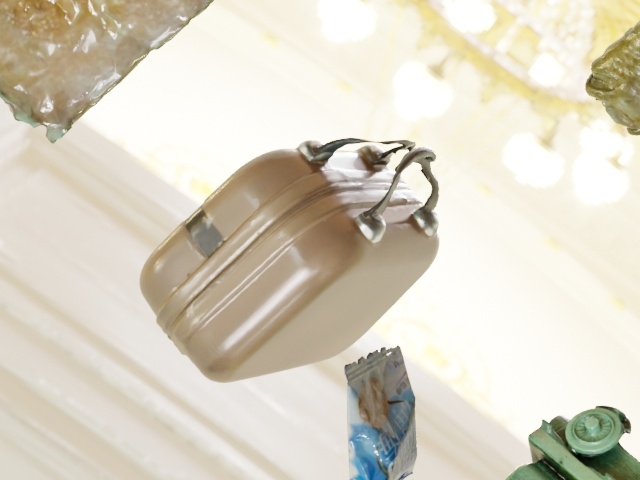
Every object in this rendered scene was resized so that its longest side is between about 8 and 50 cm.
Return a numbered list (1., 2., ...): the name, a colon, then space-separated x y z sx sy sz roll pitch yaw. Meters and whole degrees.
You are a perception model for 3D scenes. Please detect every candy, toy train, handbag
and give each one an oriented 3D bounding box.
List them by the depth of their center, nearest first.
1. toy train: 0.226 0.217 1.195 0.132 0.083 0.200 -33 -139 -19
2. candy: 0.048 0.152 1.241 0.038 0.136 0.088 3 -164 36
3. handbag: 0.000 0.000 1.468 0.149 0.283 0.302 54 -157 16

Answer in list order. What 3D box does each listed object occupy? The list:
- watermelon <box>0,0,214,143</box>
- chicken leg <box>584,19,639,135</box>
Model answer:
1. watermelon: -0.131 -0.249 0.859 0.264 0.302 0.151 45 -168 -24
2. chicken leg: 0.421 -0.246 1.566 0.153 0.429 0.201 -21 -107 -46
